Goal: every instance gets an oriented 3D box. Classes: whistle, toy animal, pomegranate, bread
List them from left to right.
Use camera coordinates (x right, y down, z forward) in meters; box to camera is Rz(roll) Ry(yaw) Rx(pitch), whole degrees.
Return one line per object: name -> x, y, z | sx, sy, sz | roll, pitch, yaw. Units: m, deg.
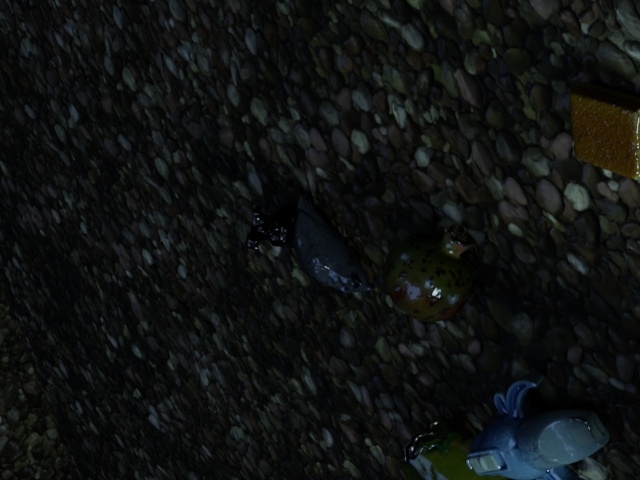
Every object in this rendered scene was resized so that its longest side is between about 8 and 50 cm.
toy animal -> 0.004, -0.001, 1.975 | 0.210, 0.121, 0.117 | 27, 94, 20
pomegranate -> 0.145, 0.046, 1.733 | 0.130, 0.130, 0.130 | 37, 144, 34
whistle -> 0.291, 0.272, 1.754 | 0.269, 0.093, 0.180 | -26, 93, 55
bread -> 0.317, -0.120, 1.404 | 0.094, 0.035, 0.090 | 27, 136, 44

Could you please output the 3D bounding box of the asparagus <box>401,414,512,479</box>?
asparagus -> 0.280, 0.415, 1.870 | 0.382, 0.108, 0.128 | 42, 141, 25
